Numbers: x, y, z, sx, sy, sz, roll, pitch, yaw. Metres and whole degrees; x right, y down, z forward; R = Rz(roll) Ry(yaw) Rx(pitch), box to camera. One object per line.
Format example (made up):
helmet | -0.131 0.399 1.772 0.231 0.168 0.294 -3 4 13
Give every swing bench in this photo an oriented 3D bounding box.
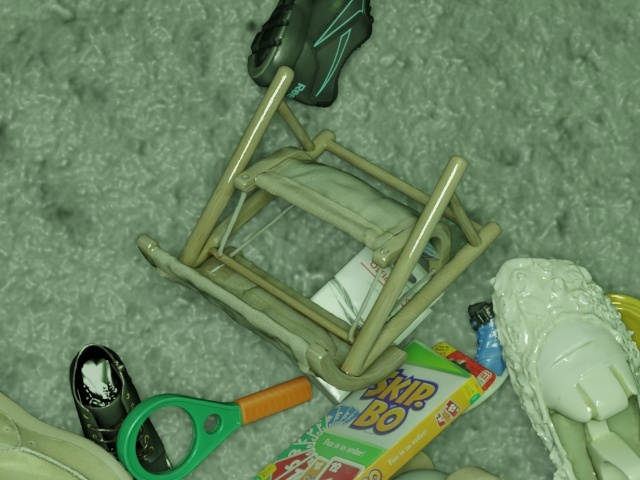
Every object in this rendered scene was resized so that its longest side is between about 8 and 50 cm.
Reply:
swing bench | 0.000 0.000 1.412 0.253 0.165 0.254 32 79 31

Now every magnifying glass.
magnifying glass | -0.108 0.187 1.441 0.231 0.026 0.092 -15 107 -32

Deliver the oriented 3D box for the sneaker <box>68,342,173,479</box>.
sneaker | -0.208 0.212 1.428 0.083 0.118 0.222 -25 85 -9

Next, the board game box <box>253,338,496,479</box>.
board game box | 0.058 0.199 1.452 0.259 0.124 0.039 -38 118 -12

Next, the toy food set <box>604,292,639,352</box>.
toy food set | 0.359 0.144 1.530 0.218 0.071 0.128 40 104 3

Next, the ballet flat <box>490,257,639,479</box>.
ballet flat | 0.303 0.202 1.441 0.147 0.147 0.409 -22 95 -9

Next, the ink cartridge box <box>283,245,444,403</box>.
ink cartridge box | 0.045 0.079 1.504 0.180 0.060 0.104 -44 87 -10

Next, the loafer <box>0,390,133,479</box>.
loafer | -0.298 0.236 1.401 0.268 0.102 0.092 27 48 17

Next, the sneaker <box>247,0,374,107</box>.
sneaker | 0.010 -0.274 1.550 0.106 0.101 0.267 28 78 -24

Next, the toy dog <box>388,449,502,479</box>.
toy dog | 0.057 0.355 1.418 0.334 0.220 0.161 -31 117 -2

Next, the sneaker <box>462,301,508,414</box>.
sneaker | 0.180 0.115 1.515 0.084 0.058 0.152 44 84 5
